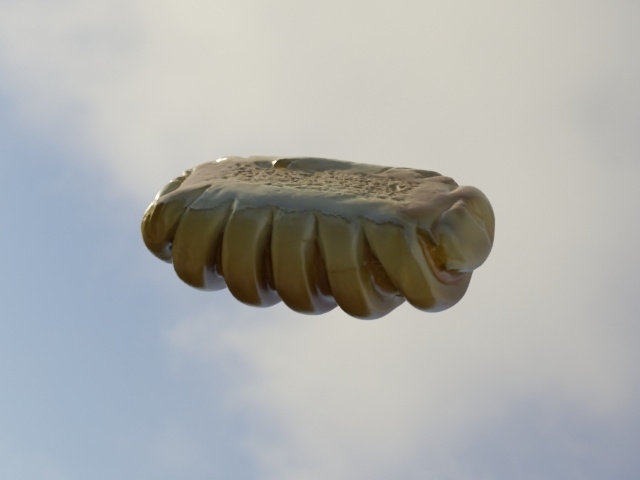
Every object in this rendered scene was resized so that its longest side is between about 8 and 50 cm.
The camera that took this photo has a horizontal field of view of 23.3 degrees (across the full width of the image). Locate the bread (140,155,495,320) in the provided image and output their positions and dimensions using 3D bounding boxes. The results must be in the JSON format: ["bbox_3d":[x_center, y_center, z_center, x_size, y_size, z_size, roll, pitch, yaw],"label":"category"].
[{"bbox_3d":[0.000,0.000,1.376,0.311,0.173,0.121,8,-68,23],"label":"bread"}]
